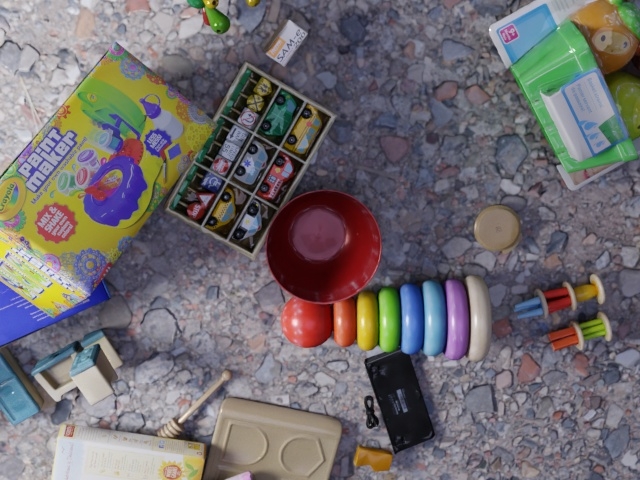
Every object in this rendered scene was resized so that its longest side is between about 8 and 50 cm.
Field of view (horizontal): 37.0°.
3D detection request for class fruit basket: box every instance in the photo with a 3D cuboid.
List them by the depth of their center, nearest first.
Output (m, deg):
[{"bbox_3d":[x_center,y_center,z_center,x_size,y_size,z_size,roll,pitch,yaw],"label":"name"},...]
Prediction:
[{"bbox_3d":[0.472,-0.264,1.412,0.353,0.165,0.327,-24,123,18],"label":"fruit basket"}]

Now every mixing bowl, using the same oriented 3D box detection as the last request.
[{"bbox_3d":[0.000,0.000,1.508,0.182,0.098,0.181,-2,104,-6],"label":"mixing bowl"}]

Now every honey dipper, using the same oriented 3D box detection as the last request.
[{"bbox_3d":[-0.207,0.273,1.592,0.030,0.030,0.160,43,92,-14],"label":"honey dipper"}]

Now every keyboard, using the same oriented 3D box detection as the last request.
[{"bbox_3d":[0.121,0.276,1.629,0.108,0.023,0.180,-21,104,-7],"label":"keyboard"}]

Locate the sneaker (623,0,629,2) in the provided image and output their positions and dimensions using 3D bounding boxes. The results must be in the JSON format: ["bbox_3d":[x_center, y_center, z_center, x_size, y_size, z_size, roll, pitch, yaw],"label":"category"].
[{"bbox_3d":[0.461,-0.410,1.450,0.290,0.106,0.123,34,96,-14],"label":"sneaker"}]

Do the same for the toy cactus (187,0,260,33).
[{"bbox_3d":[-0.181,-0.414,1.401,0.181,0.112,0.219,-1,107,14],"label":"toy cactus"}]

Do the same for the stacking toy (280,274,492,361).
[{"bbox_3d":[0.101,0.127,1.538,0.330,0.141,0.141,-1,104,-2],"label":"stacking toy"}]

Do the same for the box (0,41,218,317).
[{"bbox_3d":[-0.327,-0.071,1.310,0.177,0.279,0.290,39,67,-13],"label":"box"}]

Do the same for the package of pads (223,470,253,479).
[{"bbox_3d":[-0.146,0.420,1.590,0.083,0.032,0.050,-20,99,-3],"label":"package of pads"}]

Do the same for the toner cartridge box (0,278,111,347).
[{"bbox_3d":[-0.504,0.081,1.406,0.348,0.075,0.165,-24,98,-26],"label":"toner cartridge box"}]

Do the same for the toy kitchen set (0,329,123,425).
[{"bbox_3d":[-0.430,0.209,1.480,0.207,0.166,0.122,-30,105,2],"label":"toy kitchen set"}]

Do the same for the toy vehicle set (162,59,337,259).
[{"bbox_3d":[-0.111,-0.124,1.498,0.166,0.035,0.266,28,99,-12],"label":"toy vehicle set"}]

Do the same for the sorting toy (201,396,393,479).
[{"bbox_3d":[-0.044,0.402,1.638,0.307,0.041,0.229,13,98,-9],"label":"sorting toy"}]

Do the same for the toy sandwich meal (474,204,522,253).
[{"bbox_3d":[0.292,-0.020,1.571,0.086,0.029,0.085,0,102,-1],"label":"toy sandwich meal"}]

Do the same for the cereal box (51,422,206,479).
[{"bbox_3d":[-0.322,0.398,1.584,0.240,0.047,0.173,11,115,-8],"label":"cereal box"}]

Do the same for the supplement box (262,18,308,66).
[{"bbox_3d":[-0.054,-0.296,1.429,0.036,0.098,0.062,34,99,-13],"label":"supplement box"}]

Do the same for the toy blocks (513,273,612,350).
[{"bbox_3d":[0.404,0.132,1.605,0.148,0.054,0.123,-15,104,-2],"label":"toy blocks"}]
